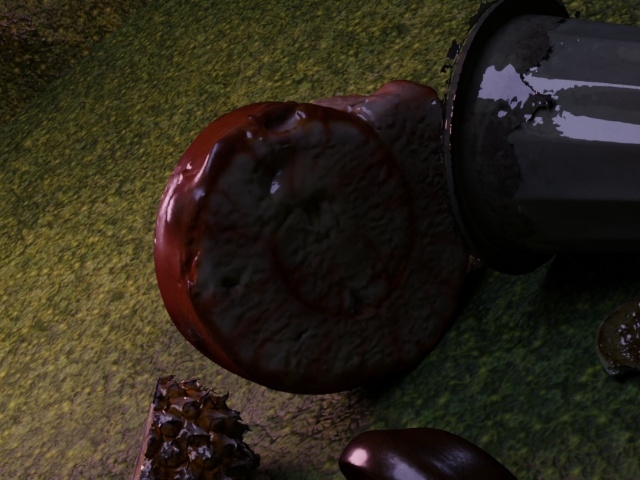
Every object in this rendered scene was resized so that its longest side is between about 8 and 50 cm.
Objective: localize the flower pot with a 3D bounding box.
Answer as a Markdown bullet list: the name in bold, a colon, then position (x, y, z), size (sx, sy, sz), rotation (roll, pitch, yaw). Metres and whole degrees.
- **flower pot**: position (0.279, -0.098, 1.481), size (0.259, 0.290, 0.290), rotation (6, 48, 39)

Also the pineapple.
- **pineapple**: position (-0.113, 0.225, 1.579), size (0.176, 0.137, 0.161), rotation (-80, 7, -47)

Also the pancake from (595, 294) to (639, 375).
- **pancake**: position (0.304, 0.075, 1.420), size (0.129, 0.022, 0.116), rotation (-24, 29, 14)

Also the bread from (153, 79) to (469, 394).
- **bread**: position (-0.002, 0.004, 1.579), size (0.327, 0.295, 0.114), rotation (-14, 14, -30)

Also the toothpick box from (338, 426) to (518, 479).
- **toothpick box**: position (0.040, 0.283, 1.228), size (0.294, 0.192, 0.192), rotation (-49, 29, -11)
